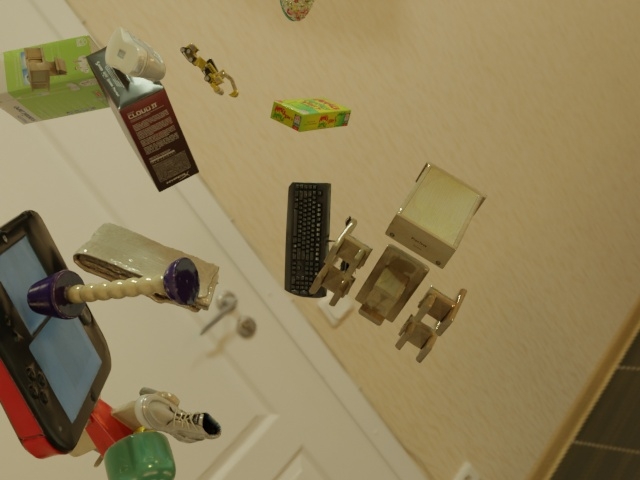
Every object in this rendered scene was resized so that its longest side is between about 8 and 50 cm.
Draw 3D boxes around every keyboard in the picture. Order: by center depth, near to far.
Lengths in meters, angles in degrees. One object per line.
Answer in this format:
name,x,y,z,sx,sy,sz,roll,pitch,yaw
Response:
keyboard,0.000,0.000,1.895,0.202,0.316,0.033,2,3,13

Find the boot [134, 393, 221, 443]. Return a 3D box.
boot,-0.366,0.466,1.828,0.124,0.258,0.095,-12,57,22

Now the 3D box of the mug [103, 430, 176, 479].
mug,-0.341,0.455,1.372,0.129,0.158,0.097,-56,45,28

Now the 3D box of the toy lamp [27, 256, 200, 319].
toy lamp,-0.315,0.073,1.033,0.275,0.080,0.080,-7,26,19

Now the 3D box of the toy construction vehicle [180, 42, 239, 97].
toy construction vehicle,-0.183,-0.288,1.175,0.035,0.098,0.086,-40,-9,7

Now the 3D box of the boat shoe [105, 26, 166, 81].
boat shoe,-0.300,-0.301,1.131,0.184,0.063,0.066,33,101,51

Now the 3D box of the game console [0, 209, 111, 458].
game console,-0.462,0.139,1.150,0.060,0.341,0.386,-18,15,-1

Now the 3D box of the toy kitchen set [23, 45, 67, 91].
toy kitchen set,-0.498,-0.326,1.260,0.068,0.083,0.075,-10,-14,-23

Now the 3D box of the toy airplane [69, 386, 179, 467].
toy airplane,-0.588,0.550,2.051,0.386,0.384,0.272,17,25,19

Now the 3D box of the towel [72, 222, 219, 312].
towel,-0.348,0.055,1.436,0.187,0.282,0.049,-88,23,-70

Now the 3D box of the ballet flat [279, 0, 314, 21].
ballet flat,-0.028,-0.523,1.305,0.077,0.091,0.240,-20,55,41

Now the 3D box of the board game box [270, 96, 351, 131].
board game box,-0.020,-0.295,1.613,0.092,0.043,0.181,30,29,30

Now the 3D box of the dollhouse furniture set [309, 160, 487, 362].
dollhouse furniture set,0.139,0.024,1.090,0.161,0.212,0.242,-52,-8,-47

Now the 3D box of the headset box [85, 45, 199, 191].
headset box,-0.396,-0.287,1.539,0.110,0.293,0.218,-29,56,-12

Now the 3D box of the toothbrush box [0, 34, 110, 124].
toothbrush box,-0.703,-0.419,1.831,0.284,0.122,0.206,-12,-10,1
